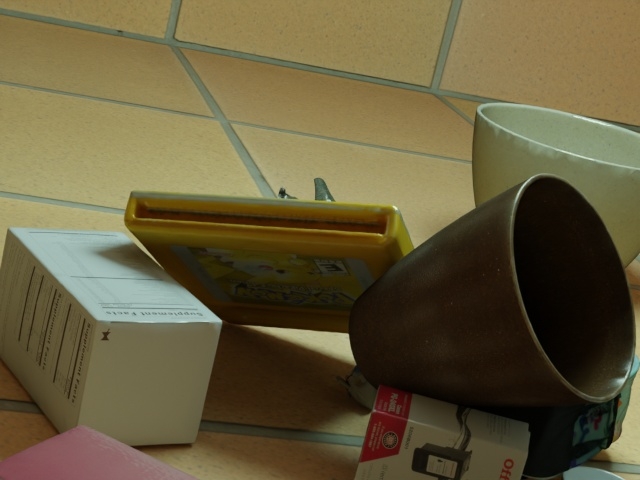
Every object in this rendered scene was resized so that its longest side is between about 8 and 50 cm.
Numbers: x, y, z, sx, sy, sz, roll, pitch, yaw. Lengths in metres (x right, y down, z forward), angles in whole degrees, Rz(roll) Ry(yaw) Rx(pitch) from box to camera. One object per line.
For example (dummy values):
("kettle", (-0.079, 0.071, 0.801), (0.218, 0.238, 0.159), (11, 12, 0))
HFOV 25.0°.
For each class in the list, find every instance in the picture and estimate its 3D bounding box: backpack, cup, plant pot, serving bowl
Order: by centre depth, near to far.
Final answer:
("plant pot", (0.147, 0.071, 1.385), (0.230, 0.215, 0.215), (-19, -5, 36))
("serving bowl", (0.283, 0.262, 1.472), (0.083, 0.027, 0.083), (12, 17, -4))
("backpack", (0.226, 0.141, 1.569), (0.225, 0.191, 0.253), (20, 12, 31))
("cup", (0.366, -0.049, 2.187), (0.331, 0.237, 0.331), (13, 17, -4))

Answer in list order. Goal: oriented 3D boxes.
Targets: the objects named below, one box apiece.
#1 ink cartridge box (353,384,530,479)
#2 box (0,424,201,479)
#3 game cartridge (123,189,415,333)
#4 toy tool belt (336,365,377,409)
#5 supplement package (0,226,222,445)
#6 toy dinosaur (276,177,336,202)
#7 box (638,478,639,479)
("ink cartridge box", (0.112, 0.213, 1.353), (0.150, 0.109, 0.063), (14, 19, 3))
("box", (-0.120, 0.247, 0.990), (0.232, 0.149, 0.127), (21, 17, 21))
("game cartridge", (-0.031, 0.036, 1.573), (0.285, 0.053, 0.324), (4, -22, 14))
("toy tool belt", (0.047, 0.151, 1.607), (0.051, 0.052, 0.083), (24, 17, 6))
("supplement package", (-0.221, 0.092, 1.440), (0.139, 0.134, 0.244), (3, 19, -33))
("toy dinosaur", (0.000, 0.000, 2.008), (0.160, 0.121, 0.313), (25, 12, -4))
("box", (0.411, 0.203, 1.420), (0.087, 0.232, 0.058), (5, 48, -23))
